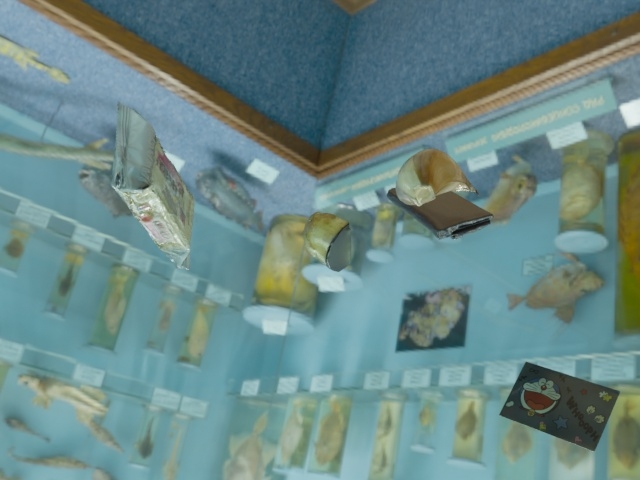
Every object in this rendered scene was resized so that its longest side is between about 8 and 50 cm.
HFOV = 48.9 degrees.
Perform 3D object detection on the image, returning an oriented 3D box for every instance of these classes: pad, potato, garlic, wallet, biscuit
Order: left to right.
[{"bbox_3d":[-0.311,-0.089,1.320,0.079,0.186,0.309,-9,146,6],"label":"biscuit"},{"bbox_3d":[0.000,0.000,1.307,0.103,0.066,0.096,25,128,37],"label":"potato"},{"bbox_3d":[0.241,-0.142,1.533,0.206,0.115,0.128,-12,-170,-43],"label":"garlic"},{"bbox_3d":[0.294,-0.081,1.767,0.182,0.229,0.049,-15,127,-29],"label":"wallet"},{"bbox_3d":[0.582,0.398,1.722,0.245,0.170,0.006,14,149,41],"label":"pad"}]
